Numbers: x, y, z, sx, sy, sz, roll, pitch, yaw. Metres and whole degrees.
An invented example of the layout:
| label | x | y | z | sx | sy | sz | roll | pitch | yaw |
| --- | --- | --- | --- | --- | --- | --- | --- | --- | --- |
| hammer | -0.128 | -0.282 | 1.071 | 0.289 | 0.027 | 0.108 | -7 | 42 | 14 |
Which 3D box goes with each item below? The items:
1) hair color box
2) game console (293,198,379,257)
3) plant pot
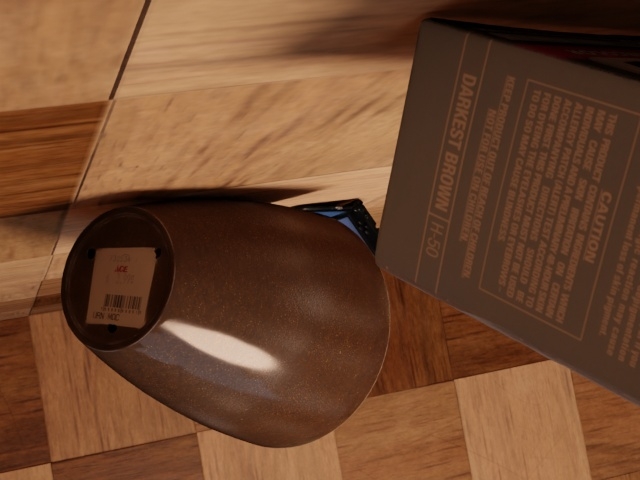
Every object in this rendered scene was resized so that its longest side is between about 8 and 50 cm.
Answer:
| label | x | y | z | sx | sy | sz | roll | pitch | yaw |
| --- | --- | --- | --- | --- | --- | --- | --- | --- | --- |
| hair color box | 0.217 | 0.018 | 0.362 | 0.185 | 0.113 | 0.374 | -7 | -154 | -41 |
| game console | 0.000 | 0.000 | 1.101 | 0.071 | 0.107 | 0.122 | -40 | -168 | -28 |
| plant pot | -0.089 | 0.053 | 0.840 | 0.215 | 0.215 | 0.230 | -12 | 162 | 27 |
